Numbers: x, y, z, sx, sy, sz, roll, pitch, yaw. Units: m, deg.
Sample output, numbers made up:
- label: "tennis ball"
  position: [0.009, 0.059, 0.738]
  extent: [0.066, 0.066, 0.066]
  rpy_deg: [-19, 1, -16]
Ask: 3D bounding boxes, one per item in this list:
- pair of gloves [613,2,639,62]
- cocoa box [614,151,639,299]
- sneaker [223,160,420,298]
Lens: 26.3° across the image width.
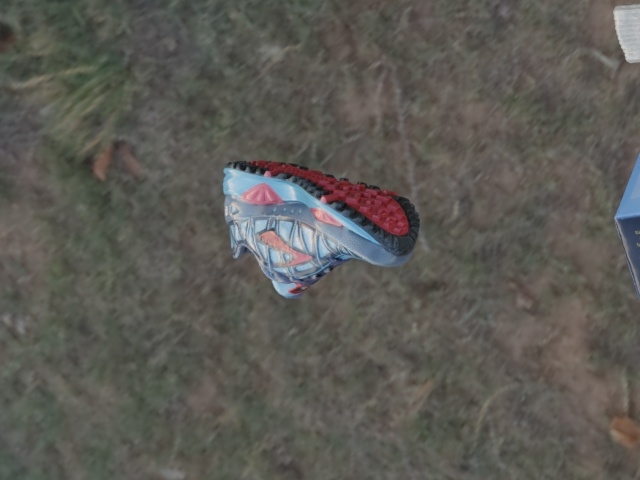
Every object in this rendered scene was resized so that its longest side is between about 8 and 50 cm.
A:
- label: "pair of gloves"
  position: [0.406, -0.302, 1.527]
  extent: [0.204, 0.042, 0.240]
  rpy_deg: [8, 124, 39]
- label: "cocoa box"
  position: [0.550, -0.016, 1.580]
  extent: [0.347, 0.231, 0.228]
  rpy_deg: [-8, 119, 30]
- label: "sneaker"
  position: [0.000, 0.000, 1.341]
  extent: [0.262, 0.104, 0.125]
  rpy_deg: [21, 110, 50]
